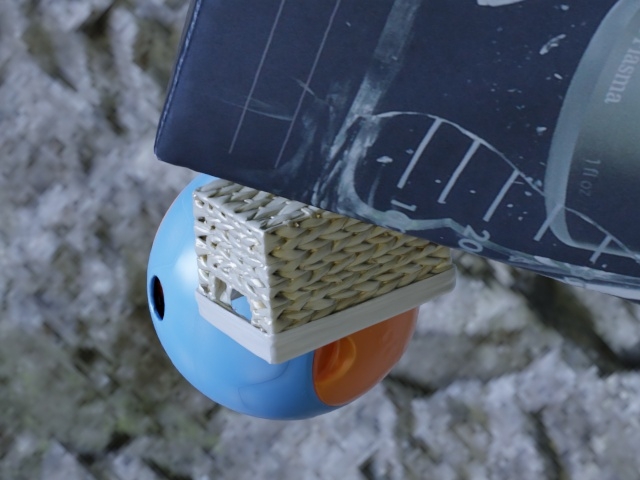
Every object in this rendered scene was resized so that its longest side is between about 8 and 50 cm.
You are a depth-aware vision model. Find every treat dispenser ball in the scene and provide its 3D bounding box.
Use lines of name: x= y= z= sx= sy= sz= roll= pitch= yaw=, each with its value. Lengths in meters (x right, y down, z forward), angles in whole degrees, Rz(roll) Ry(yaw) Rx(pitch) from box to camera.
treat dispenser ball: x=-0.037 y=0.042 z=1.677 sx=0.288 sy=0.288 sz=0.288 roll=38 pitch=-159 yaw=-18

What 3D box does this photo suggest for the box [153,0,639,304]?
box: x=0.201 y=-0.234 z=0.912 sx=0.472 sy=0.480 sz=0.297 roll=16 pitch=-140 yaw=-8

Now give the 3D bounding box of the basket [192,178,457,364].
basket: x=0.000 y=0.000 z=1.161 sx=0.167 sy=0.103 sz=0.113 roll=-22 pitch=-150 yaw=-28
